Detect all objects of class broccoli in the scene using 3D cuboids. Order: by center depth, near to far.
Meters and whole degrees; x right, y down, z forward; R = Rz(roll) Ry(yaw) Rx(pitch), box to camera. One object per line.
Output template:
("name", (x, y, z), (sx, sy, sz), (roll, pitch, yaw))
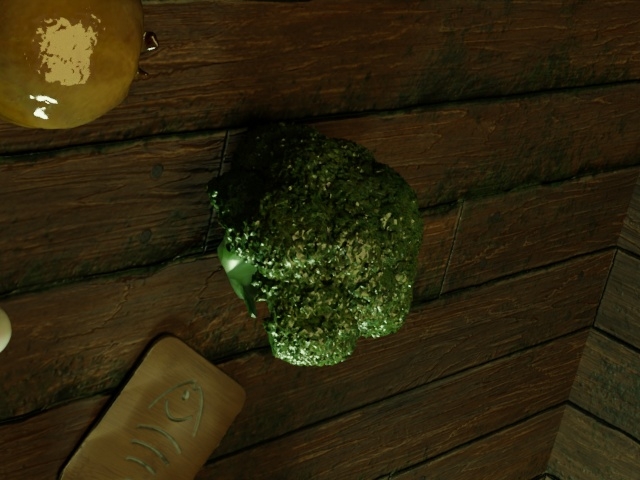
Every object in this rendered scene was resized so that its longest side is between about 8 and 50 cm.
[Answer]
("broccoli", (-0.005, -0.006, 2.061), (0.413, 0.310, 0.321), (-77, 170, -45))

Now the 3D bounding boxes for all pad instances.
("pad", (-0.253, 0.304, 2.195), (0.284, 0.018, 0.286), (-55, 145, -8))

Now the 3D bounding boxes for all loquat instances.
("loquat", (-0.312, -0.237, 1.604), (0.238, 0.193, 0.238), (-6, 101, -32))

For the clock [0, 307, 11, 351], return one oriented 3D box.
("clock", (-0.460, 0.082, 1.663), (0.162, 0.166, 0.092), (28, 89, -48))
